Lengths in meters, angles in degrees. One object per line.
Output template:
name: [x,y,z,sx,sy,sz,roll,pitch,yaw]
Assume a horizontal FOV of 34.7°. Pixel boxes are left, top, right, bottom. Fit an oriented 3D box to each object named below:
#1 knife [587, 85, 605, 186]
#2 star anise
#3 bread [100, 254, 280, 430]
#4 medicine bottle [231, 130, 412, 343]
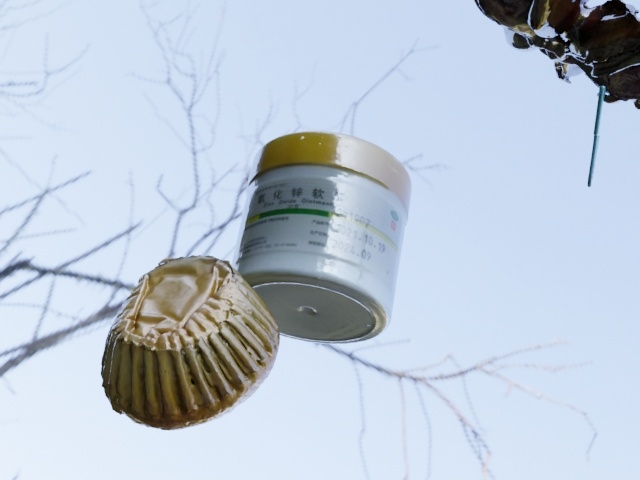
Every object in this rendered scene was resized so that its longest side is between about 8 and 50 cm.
knife: [0.245,-0.092,0.912,0.005,0.014,0.091,9,-82,22]
star anise: [0.232,-0.200,0.952,0.288,0.288,0.088,38,-82,4]
bread: [-0.167,0.131,1.294,0.240,0.240,0.139,10,-49,29]
medicine bottle: [0.000,0.000,1.454,0.238,0.232,0.238,8,-28,4]
